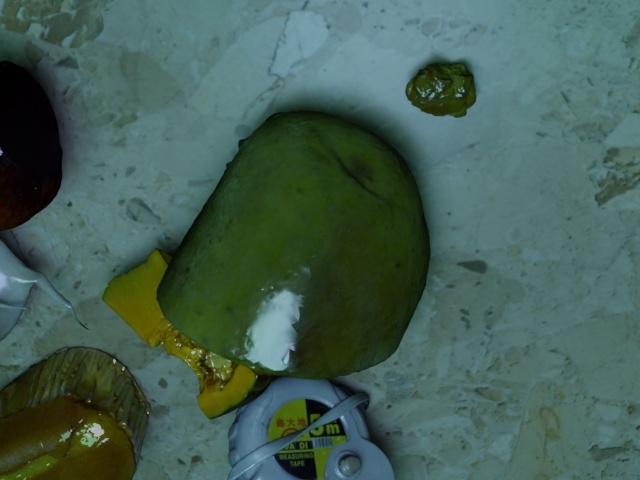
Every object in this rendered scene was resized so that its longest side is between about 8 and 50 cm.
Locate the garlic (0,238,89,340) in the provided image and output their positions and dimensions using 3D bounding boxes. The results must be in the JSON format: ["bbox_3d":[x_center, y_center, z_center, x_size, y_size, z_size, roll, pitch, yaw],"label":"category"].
[{"bbox_3d":[-0.535,0.108,1.378,0.340,0.231,0.246,-21,104,21],"label":"garlic"}]

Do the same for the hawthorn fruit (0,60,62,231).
[{"bbox_3d":[-0.446,-0.113,1.294,0.249,0.215,0.215,1,111,6],"label":"hawthorn fruit"}]

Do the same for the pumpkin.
[{"bbox_3d":[-0.157,0.115,1.395,0.248,0.126,0.131,50,123,9],"label":"pumpkin"}]

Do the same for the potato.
[{"bbox_3d":[0.000,0.000,1.230,0.330,0.213,0.280,13,102,-14],"label":"potato"}]

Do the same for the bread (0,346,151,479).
[{"bbox_3d":[-0.385,0.295,1.470,0.288,0.156,0.204,-27,108,15],"label":"bread"}]

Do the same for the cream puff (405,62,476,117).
[{"bbox_3d":[0.147,-0.185,1.264,0.083,0.083,0.058,-15,64,24],"label":"cream puff"}]

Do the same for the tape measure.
[{"bbox_3d":[-0.023,0.279,1.400,0.236,0.197,0.120,1,158,-20],"label":"tape measure"}]
